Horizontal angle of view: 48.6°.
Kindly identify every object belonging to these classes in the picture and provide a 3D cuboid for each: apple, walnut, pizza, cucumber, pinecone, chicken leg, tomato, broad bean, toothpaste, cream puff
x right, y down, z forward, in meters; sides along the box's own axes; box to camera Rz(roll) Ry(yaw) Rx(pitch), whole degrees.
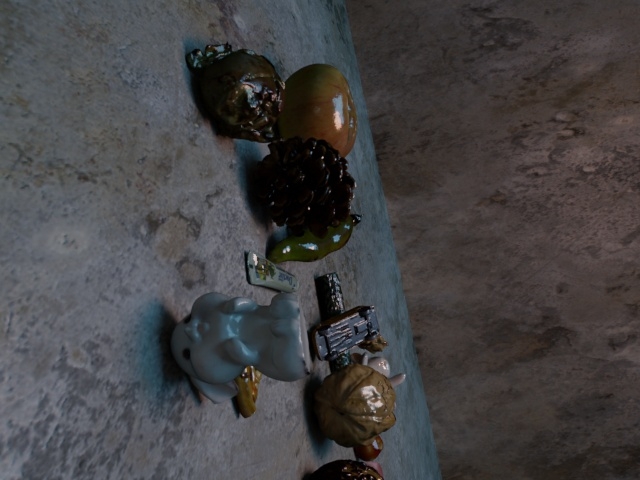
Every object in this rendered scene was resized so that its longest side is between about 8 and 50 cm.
[{"bbox_3d":[-0.011,-0.314,1.808,0.261,0.194,0.260,-9,90,-76],"label":"apple"},{"bbox_3d":[0.080,0.382,1.645,0.245,0.198,0.198,13,67,-73],"label":"walnut"},{"bbox_3d":[-0.121,0.219,1.249,0.176,0.036,0.184,44,38,-68],"label":"pizza"},{"bbox_3d":[0.042,0.231,1.872,0.067,0.068,0.293,11,69,-76],"label":"cucumber"},{"bbox_3d":[-0.044,-0.119,1.507,0.221,0.222,0.221,-11,90,-77],"label":"pinecone"},{"bbox_3d":[-0.126,-0.290,1.420,0.361,0.140,0.211,-31,101,-72],"label":"chicken leg"},{"bbox_3d":[0.133,0.563,1.959,0.087,0.075,0.087,-13,90,-73],"label":"tomato"},{"bbox_3d":[0.000,0.000,1.619,0.339,0.061,0.077,-26,97,-50],"label":"broad bean"},{"bbox_3d":[-0.096,0.077,1.481,0.255,0.037,0.067,34,51,-66],"label":"toothpaste"},{"bbox_3d":[0.064,0.571,1.461,0.239,0.165,0.238,-8,90,-76],"label":"cream puff"},{"bbox_3d":[0.113,0.265,1.950,0.147,0.069,0.226,40,-11,-2],"label":"pizza"}]

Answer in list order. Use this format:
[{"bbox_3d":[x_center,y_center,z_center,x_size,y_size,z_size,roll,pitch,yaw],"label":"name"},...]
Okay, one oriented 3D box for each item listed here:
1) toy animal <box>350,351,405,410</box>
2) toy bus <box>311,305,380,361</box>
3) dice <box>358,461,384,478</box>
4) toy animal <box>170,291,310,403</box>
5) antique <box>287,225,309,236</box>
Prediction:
[{"bbox_3d":[0.151,0.381,2.015,0.141,0.138,0.282,37,31,-7],"label":"toy animal"},{"bbox_3d":[0.052,0.227,1.760,0.195,0.088,0.083,-20,103,-33],"label":"toy bus"},{"bbox_3d":[0.109,0.607,1.780,0.093,0.091,0.094,56,25,-59],"label":"dice"},{"bbox_3d":[-0.106,0.151,1.022,0.178,0.193,0.127,61,19,-59],"label":"toy animal"},{"bbox_3d":[-0.013,-0.006,1.778,0.183,0.086,0.088,-23,102,-77],"label":"antique"}]
